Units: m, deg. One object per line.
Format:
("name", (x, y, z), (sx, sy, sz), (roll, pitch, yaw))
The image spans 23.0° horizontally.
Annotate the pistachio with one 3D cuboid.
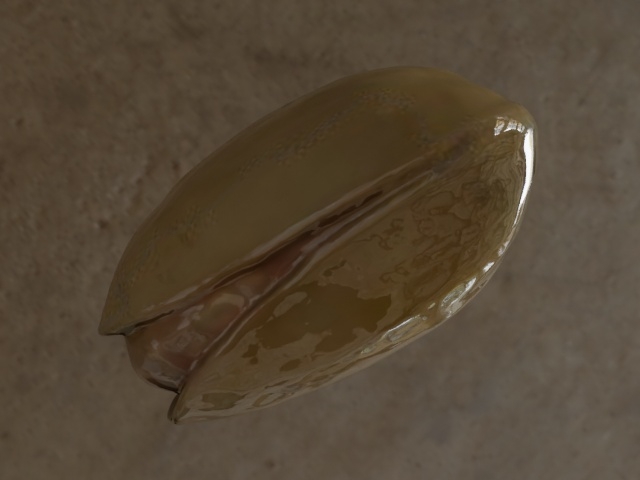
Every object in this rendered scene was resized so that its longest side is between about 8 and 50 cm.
("pistachio", (0.000, 0.000, 0.935), (0.293, 0.162, 0.181), (-29, -176, 17))
